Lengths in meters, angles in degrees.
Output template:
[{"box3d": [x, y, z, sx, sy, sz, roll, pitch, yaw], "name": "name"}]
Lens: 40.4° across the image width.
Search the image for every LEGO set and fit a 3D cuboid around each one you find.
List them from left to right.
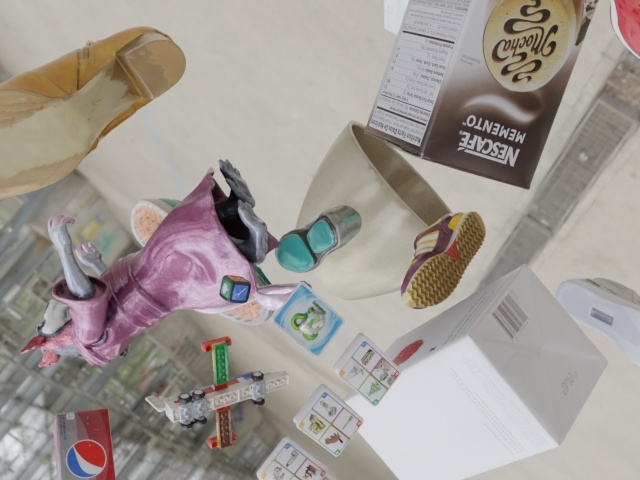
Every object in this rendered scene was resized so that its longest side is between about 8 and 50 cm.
[{"box3d": [-0.047, 0.136, 0.868, 0.244, 0.182, 0.060, 44, 169, -36], "name": "LEGO set"}]

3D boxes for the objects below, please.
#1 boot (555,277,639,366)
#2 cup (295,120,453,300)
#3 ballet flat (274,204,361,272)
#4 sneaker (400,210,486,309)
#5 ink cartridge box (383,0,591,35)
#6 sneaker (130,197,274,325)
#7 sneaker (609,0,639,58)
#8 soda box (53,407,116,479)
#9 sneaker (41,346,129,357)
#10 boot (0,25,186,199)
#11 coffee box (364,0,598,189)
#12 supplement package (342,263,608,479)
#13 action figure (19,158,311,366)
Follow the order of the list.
[{"box3d": [0.538, 0.132, 1.491, 0.123, 0.095, 0.258, -9, -147, -37], "name": "boot"}, {"box3d": [0.089, -0.024, 1.636, 0.331, 0.237, 0.331, 41, -162, -16], "name": "cup"}, {"box3d": [0.000, 0.000, 1.341, 0.072, 0.068, 0.213, 63, 151, 2], "name": "ballet flat"}, {"box3d": [0.159, 0.030, 1.236, 0.084, 0.185, 0.069, -4, 124, 52], "name": "sneaker"}, {"box3d": [0.292, -0.415, 1.553, 0.385, 0.091, 0.308, 30, 163, 14], "name": "ink cartridge box"}, {"box3d": [-0.165, 0.019, 1.402, 0.302, 0.108, 0.121, 38, -150, 23], "name": "sneaker"}, {"box3d": [0.436, -0.306, 1.155, 0.221, 0.087, 0.128, 48, -163, -22], "name": "sneaker"}, {"box3d": [-0.387, 0.419, 1.444, 0.092, 0.263, 0.083, -1, 149, -22], "name": "soda box"}, {"box3d": [-0.441, 0.203, 1.659, 0.075, 0.170, 0.063, 62, 146, 37], "name": "sneaker"}, {"box3d": [-0.283, -0.138, 0.926, 0.104, 0.295, 0.211, 65, 165, -20], "name": "boot"}, {"box3d": [0.186, -0.224, 0.948, 0.168, 0.297, 0.119, 11, -167, -34], "name": "coffee box"}, {"box3d": [0.197, 0.195, 1.175, 0.175, 0.177, 0.293, 49, 137, -1], "name": "supplement package"}, {"box3d": [-0.223, 0.066, 1.147, 0.276, 0.370, 0.248, 51, -174, 2], "name": "action figure"}]
